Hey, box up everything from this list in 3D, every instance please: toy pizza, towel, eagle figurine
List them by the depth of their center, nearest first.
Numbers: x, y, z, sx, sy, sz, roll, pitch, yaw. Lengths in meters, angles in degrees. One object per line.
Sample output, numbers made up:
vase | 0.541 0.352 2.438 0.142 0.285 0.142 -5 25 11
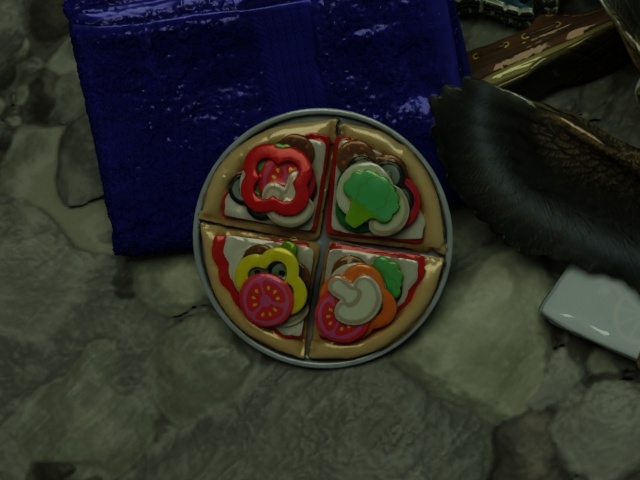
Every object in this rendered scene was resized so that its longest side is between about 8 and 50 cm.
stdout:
eagle figurine | 0.248 -0.064 1.400 0.226 0.225 0.298 -9 32 -26
toy pizza | 0.000 0.000 1.487 0.201 0.032 0.201 1 97 7
towel | -0.037 -0.113 1.523 0.308 0.076 0.228 -10 102 9

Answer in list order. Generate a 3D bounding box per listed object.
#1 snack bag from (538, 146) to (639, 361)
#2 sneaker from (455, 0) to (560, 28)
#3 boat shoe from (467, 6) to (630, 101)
snack bag | 0.372 0.005 1.459 0.342 0.037 0.323 24 70 25
sneaker | 0.128 -0.225 1.628 0.162 0.063 0.073 16 50 15
boat shoe | 0.190 -0.158 1.566 0.178 0.064 0.060 -24 61 1
